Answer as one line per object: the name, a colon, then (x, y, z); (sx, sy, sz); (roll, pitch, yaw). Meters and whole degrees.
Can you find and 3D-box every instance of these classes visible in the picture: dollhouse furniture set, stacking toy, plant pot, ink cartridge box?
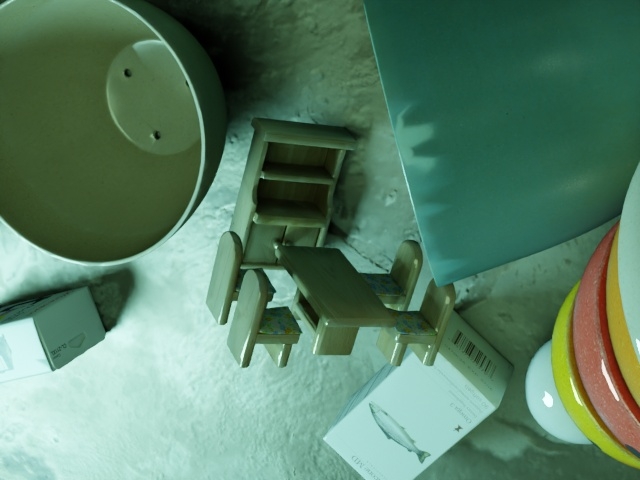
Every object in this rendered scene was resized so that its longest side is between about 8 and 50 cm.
dollhouse furniture set: (0.000, 0.000, 1.109); (0.212, 0.242, 0.161); (3, 117, -27)
stacking toy: (0.328, 0.102, 0.975); (0.350, 0.350, 0.480); (43, 156, 2)
plant pot: (-0.215, -0.136, 1.172); (0.284, 0.191, 0.284); (6, 109, 17)
ink cartridge box: (-0.374, 0.122, 1.353); (0.175, 0.127, 0.072); (-14, 100, 23)
plant pot: (0.184, -0.126, 0.988); (0.235, 0.293, 0.293); (-14, 103, 8)

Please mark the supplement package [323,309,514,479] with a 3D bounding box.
supplement package: (0.108, 0.179, 1.208); (0.105, 0.105, 0.179); (43, 117, 1)
